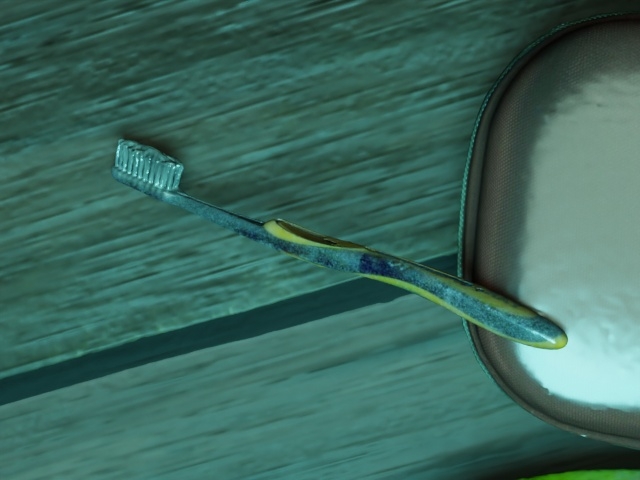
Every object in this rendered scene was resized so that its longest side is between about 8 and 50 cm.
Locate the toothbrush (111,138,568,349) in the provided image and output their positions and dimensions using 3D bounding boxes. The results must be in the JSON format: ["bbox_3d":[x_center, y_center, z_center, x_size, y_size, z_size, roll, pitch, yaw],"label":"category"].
[{"bbox_3d":[0.000,0.003,0.805,0.321,0.023,0.031,24,118,27],"label":"toothbrush"}]

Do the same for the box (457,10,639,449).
[{"bbox_3d":[0.282,0.002,0.787,0.404,0.108,0.263,5,88,7],"label":"box"}]

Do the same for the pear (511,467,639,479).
[{"bbox_3d":[0.162,0.322,0.728,0.399,0.165,0.399,1,97,12],"label":"pear"}]
